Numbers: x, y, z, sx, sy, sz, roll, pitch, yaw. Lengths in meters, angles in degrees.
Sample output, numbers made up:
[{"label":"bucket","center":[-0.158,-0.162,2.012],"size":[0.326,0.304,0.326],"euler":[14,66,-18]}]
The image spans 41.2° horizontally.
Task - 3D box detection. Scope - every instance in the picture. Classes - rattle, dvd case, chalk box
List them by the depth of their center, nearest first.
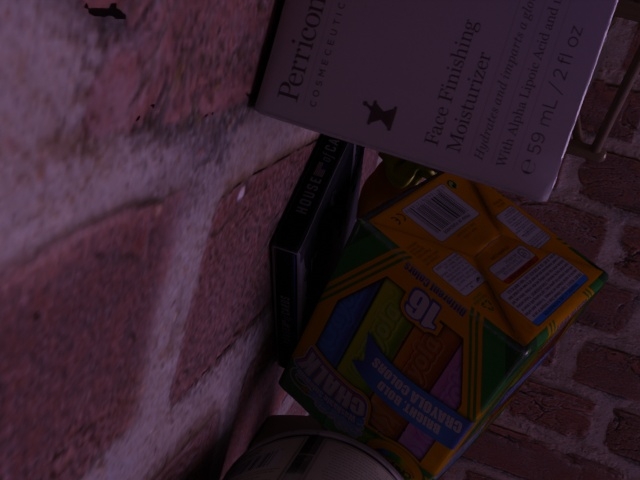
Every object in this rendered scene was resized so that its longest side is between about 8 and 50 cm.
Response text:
[{"label":"chalk box","center":[0.097,0.108,0.808],"size":[0.180,0.179,0.289],"euler":[-30,152,-46]},{"label":"dvd case","center":[0.000,0.000,0.815],"size":[0.239,0.029,0.179],"euler":[94,17,-58]},{"label":"rattle","center":[0.059,-0.071,0.830],"size":[0.142,0.130,0.200],"euler":[-37,-174,13]}]

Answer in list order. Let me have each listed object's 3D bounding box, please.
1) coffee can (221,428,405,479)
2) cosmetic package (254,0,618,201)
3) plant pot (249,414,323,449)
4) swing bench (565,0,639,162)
[{"label":"coffee can","center":[-0.030,0.280,0.638],"size":[0.275,0.201,0.202],"euler":[-25,133,-77]},{"label":"cosmetic package","center":[0.078,-0.126,0.549],"size":[0.151,0.183,0.151],"euler":[-33,140,-77]},{"label":"plant pot","center":[-0.028,0.249,0.913],"size":[0.109,0.096,0.109],"euler":[-46,152,-69]},{"label":"swing bench","center":[0.235,-0.232,0.998],"size":[0.253,0.254,0.165],"euler":[91,1,-59]}]
